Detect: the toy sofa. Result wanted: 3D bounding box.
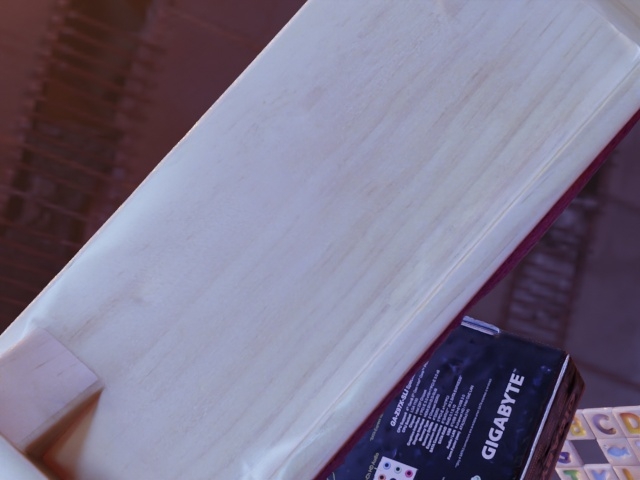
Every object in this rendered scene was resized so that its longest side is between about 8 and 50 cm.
[{"bbox_3d":[0.000,0.000,0.795,0.362,0.150,0.177,-48,-6,-9],"label":"toy sofa"}]

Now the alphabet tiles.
[{"bbox_3d":[0.361,0.260,1.924,0.009,0.237,0.198,-48,-63,-38],"label":"alphabet tiles"}]

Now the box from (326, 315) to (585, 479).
[{"bbox_3d":[-0.011,0.183,1.091,0.322,0.257,0.079,-68,-23,-13],"label":"box"}]
